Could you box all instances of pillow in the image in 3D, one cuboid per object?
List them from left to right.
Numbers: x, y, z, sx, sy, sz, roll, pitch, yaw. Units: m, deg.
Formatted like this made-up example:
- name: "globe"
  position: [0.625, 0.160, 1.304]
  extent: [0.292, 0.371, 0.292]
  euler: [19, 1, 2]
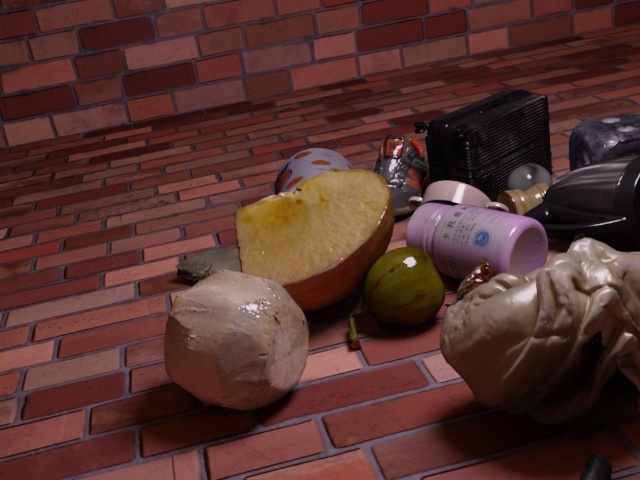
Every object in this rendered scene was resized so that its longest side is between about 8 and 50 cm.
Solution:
- name: "pillow"
  position: [-0.188, 0.058, 1.884]
  extent: [0.229, 0.050, 0.148]
  euler: [10, 32, 34]

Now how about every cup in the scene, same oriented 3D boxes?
- name: "cup"
  position: [0.000, -0.081, 1.937]
  extent: [0.212, 0.212, 0.317]
  euler: [-9, 21, 0]

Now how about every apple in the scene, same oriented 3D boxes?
- name: "apple"
  position: [0.000, 0.000, 1.652]
  extent: [0.309, 0.252, 0.314]
  euler: [-17, 1, 5]

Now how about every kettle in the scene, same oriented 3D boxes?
- name: "kettle"
  position: [0.554, -0.052, 1.710]
  extent: [0.271, 0.207, 0.251]
  euler: [9, 60, 55]

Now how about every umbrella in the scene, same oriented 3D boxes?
- name: "umbrella"
  position: [0.337, 0.317, 1.081]
  extent: [0.036, 0.031, 0.133]
  euler: [4, 26, 33]

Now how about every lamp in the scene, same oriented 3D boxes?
- name: "lamp"
  position: [0.484, -0.128, 1.993]
  extent: [0.105, 0.105, 0.105]
  euler: [-8, 22, 3]

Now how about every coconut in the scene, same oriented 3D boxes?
- name: "coconut"
  position: [-0.150, 0.162, 1.406]
  extent: [0.230, 0.227, 0.227]
  euler: [5, 26, 28]

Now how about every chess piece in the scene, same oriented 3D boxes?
- name: "chess piece"
  position: [0.497, -0.087, 1.914]
  extent: [0.200, 0.090, 0.090]
  euler: [-15, 23, -18]

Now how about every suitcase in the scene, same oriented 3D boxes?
- name: "suitcase"
  position: [0.401, -0.219, 2.078]
  extent: [0.335, 0.230, 0.152]
  euler: [-25, 28, -33]

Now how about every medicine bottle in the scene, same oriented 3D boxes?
- name: "medicine bottle"
  position: [0.300, 0.008, 1.680]
  extent: [0.152, 0.152, 0.254]
  euler: [-27, 29, -37]

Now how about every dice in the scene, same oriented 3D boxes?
- name: "dice"
  position: [0.670, -0.176, 1.932]
  extent: [0.181, 0.182, 0.183]
  euler: [-9, 23, -2]

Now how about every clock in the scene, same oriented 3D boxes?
- name: "clock"
  position: [0.289, -0.059, 1.845]
  extent: [0.229, 0.156, 0.063]
  euler: [8, 61, 30]

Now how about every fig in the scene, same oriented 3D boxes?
- name: "fig"
  position: [0.136, 0.101, 1.568]
  extent: [0.186, 0.148, 0.142]
  euler: [-29, -24, 19]

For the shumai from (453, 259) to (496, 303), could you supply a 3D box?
- name: "shumai"
  position: [0.289, 0.114, 1.521]
  extent: [0.139, 0.105, 0.123]
  euler: [-38, 30, -3]

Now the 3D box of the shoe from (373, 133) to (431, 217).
- name: "shoe"
  position: [0.189, -0.173, 2.128]
  extent: [0.132, 0.171, 0.336]
  euler: [2, 24, 24]

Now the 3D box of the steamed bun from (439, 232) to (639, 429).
- name: "steamed bun"
  position: [0.345, 0.150, 1.214]
  extent: [0.320, 0.275, 0.206]
  euler: [-30, 44, 26]
